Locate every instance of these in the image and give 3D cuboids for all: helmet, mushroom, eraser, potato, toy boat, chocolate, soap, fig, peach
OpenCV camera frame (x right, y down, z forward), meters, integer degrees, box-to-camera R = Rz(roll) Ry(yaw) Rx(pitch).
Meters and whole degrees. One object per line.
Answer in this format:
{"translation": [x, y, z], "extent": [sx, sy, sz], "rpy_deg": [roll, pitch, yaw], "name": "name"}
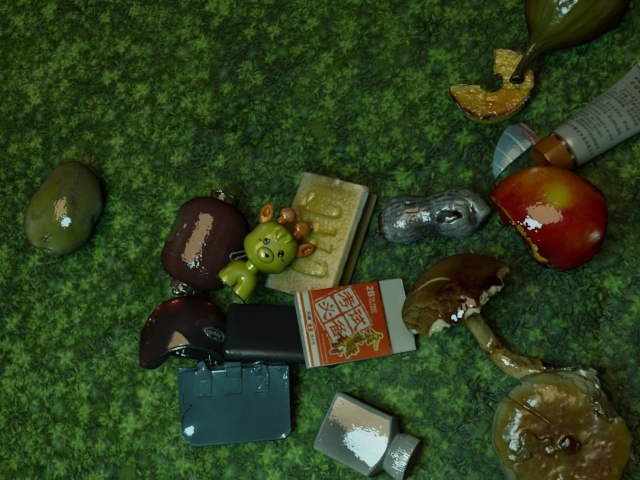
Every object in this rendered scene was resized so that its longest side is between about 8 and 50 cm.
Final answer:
{"translation": [-0.288, 0.217, 1.585], "extent": [0.216, 0.189, 0.193], "rpy_deg": [0, 65, 49], "name": "helmet"}
{"translation": [0.287, 0.172, 1.424], "extent": [0.233, 0.208, 0.301], "rpy_deg": [-30, 70, 39], "name": "mushroom"}
{"translation": [0.071, 0.169, 1.505], "extent": [0.230, 0.038, 0.157], "rpy_deg": [-7, 74, -14], "name": "eraser"}
{"translation": [-0.633, -0.087, 1.816], "extent": [0.174, 0.159, 0.251], "rpy_deg": [20, 72, -1], "name": "potato"}
{"translation": [0.403, -0.192, 1.561], "extent": [0.122, 0.034, 0.096], "rpy_deg": [-40, 61, 6], "name": "toy boat"}
{"translation": [0.237, -0.053, 1.540], "extent": [0.248, 0.110, 0.110], "rpy_deg": [-5, 73, 18], "name": "chocolate"}
{"translation": [0.000, 0.000, 1.612], "extent": [0.174, 0.089, 0.274], "rpy_deg": [14, 81, 22], "name": "soap"}
{"translation": [0.484, -0.463, 1.517], "extent": [0.217, 0.217, 0.321], "rpy_deg": [40, 90, 24], "name": "fig"}
{"translation": [0.435, -0.043, 1.424], "extent": [0.226, 0.196, 0.190], "rpy_deg": [10, 36, 13], "name": "peach"}

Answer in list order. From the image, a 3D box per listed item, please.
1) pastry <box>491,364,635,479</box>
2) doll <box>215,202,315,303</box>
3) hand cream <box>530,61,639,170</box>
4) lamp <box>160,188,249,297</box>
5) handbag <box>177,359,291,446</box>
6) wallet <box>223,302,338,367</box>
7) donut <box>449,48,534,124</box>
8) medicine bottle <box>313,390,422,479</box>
{"translation": [0.430, 0.360, 1.320], "extent": [0.236, 0.121, 0.257], "rpy_deg": [-28, 84, 8], "name": "pastry"}
{"translation": [-0.116, 0.029, 1.546], "extent": [0.143, 0.135, 0.221], "rpy_deg": [43, 89, -4], "name": "doll"}
{"translation": [0.579, -0.247, 1.490], "extent": [0.314, 0.089, 0.139], "rpy_deg": [-32, 69, 3], "name": "hand cream"}
{"translation": [-0.262, 0.011, 1.658], "extent": [0.180, 0.180, 0.258], "rpy_deg": [21, 85, 23], "name": "lamp"}
{"translation": [-0.178, 0.328, 1.514], "extent": [0.229, 0.062, 0.179], "rpy_deg": [-4, 98, -9], "name": "handbag"}
{"translation": [-0.077, 0.198, 1.540], "extent": [0.250, 0.044, 0.149], "rpy_deg": [3, 45, -6], "name": "wallet"}
{"translation": [0.381, -0.320, 1.586], "extent": [0.181, 0.078, 0.146], "rpy_deg": [-40, 67, -3], "name": "donut"}
{"translation": [0.099, 0.399, 1.460], "extent": [0.189, 0.088, 0.132], "rpy_deg": [22, 83, 23], "name": "medicine bottle"}
